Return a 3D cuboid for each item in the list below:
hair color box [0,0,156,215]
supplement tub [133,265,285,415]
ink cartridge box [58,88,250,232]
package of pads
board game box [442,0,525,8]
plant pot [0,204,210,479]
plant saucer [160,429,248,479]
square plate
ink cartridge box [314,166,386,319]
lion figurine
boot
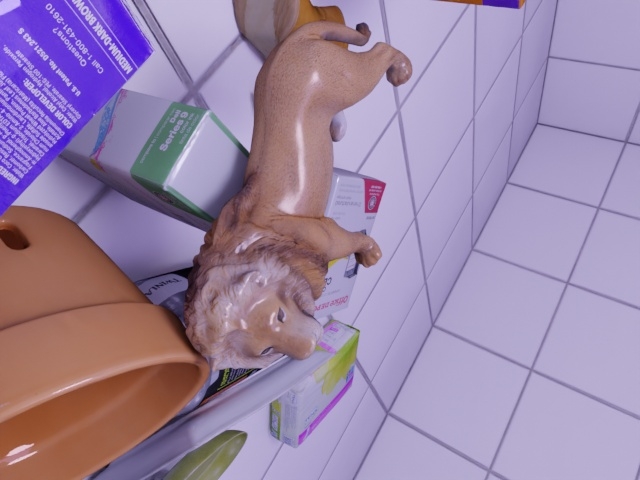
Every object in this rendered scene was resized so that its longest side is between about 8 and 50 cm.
[{"bbox_3d":[-0.307,-0.078,0.342,0.338,0.185,0.110,-58,150,-18],"label":"hair color box"},{"bbox_3d":[-0.175,0.133,0.715,0.316,0.194,0.193,-15,122,-57],"label":"supplement tub"},{"bbox_3d":[-0.178,-0.087,0.533,0.093,0.213,0.154,-65,152,-12],"label":"ink cartridge box"},{"bbox_3d":[-0.009,0.372,1.278,0.296,0.101,0.229,-35,138,-47],"label":"package of pads"},{"bbox_3d":[0.131,-0.568,0.572,0.356,0.357,0.356,-64,152,-8],"label":"board game box"},{"bbox_3d":[-0.278,0.108,0.432,0.291,0.203,0.291,-31,159,-13],"label":"plant pot"},{"bbox_3d":[-0.227,0.417,0.830,0.241,0.037,0.241,-43,160,-21],"label":"plant saucer"},{"bbox_3d":[-0.184,0.299,0.805,0.344,0.049,0.347,-38,168,31],"label":"square plate"},{"bbox_3d":[0.000,0.000,0.997,0.226,0.131,0.306,-6,114,-59],"label":"ink cartridge box"},{"bbox_3d":[-0.022,-0.075,0.483,0.240,0.142,0.391,7,85,-55],"label":"lion figurine"},{"bbox_3d":[-0.027,-0.346,0.749,0.211,0.104,0.295,-51,153,-39],"label":"boot"}]
